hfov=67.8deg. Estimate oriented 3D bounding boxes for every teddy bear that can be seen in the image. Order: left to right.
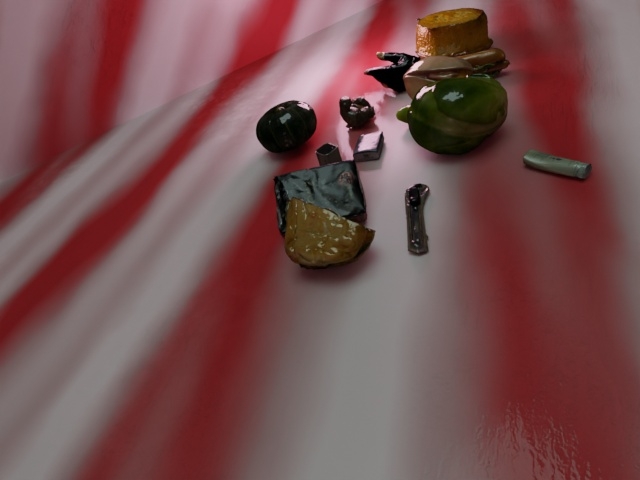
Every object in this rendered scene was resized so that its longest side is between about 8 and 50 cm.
[{"bbox_3d":[0.174,-0.613,2.253,0.177,0.140,0.190,26,45,11],"label":"teddy bear"}]

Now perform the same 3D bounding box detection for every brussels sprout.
[{"bbox_3d":[0.521,-0.480,1.824,0.371,0.276,0.315,-5,28,9],"label":"brussels sprout"}]

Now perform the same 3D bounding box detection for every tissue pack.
[{"bbox_3d":[-0.005,-0.149,1.739,0.332,0.123,0.245,-12,64,9],"label":"tissue pack"},{"bbox_3d":[0.206,-0.402,2.040,0.112,0.051,0.156,-4,42,24],"label":"tissue pack"}]

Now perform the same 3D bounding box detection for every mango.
[{"bbox_3d":[0.443,-0.548,2.057,0.232,0.111,0.125,-6,36,20],"label":"mango"}]

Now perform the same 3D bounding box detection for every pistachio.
[{"bbox_3d":[0.515,-0.704,2.104,0.308,0.230,0.230,19,53,41],"label":"pistachio"}]

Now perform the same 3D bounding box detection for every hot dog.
[{"bbox_3d":[0.708,-0.807,2.229,0.337,0.135,0.100,-4,63,21],"label":"hot dog"}]

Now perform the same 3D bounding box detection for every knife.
[{"bbox_3d":[0.329,-0.087,1.617,0.089,0.043,0.365,-8,41,17],"label":"knife"}]

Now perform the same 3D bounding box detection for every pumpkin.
[{"bbox_3d":[-0.153,-0.532,2.238,0.300,0.207,0.300,-24,27,13],"label":"pumpkin"}]

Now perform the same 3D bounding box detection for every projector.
[{"bbox_3d":[0.036,-0.358,2.037,0.083,0.082,0.083,-40,43,-23],"label":"projector"}]

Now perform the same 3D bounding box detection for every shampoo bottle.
[{"bbox_3d":[0.792,-0.257,1.601,0.072,0.049,0.212,-38,41,-26],"label":"shampoo bottle"}]

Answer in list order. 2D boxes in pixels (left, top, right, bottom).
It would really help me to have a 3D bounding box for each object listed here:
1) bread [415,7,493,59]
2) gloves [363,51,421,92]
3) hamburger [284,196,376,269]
[{"bbox_3d":[0.686,-1.051,2.459,0.397,0.215,0.398,-10,36,7],"label":"bread"},{"bbox_3d":[0.361,-0.842,2.371,0.301,0.197,0.152,11,38,32],"label":"gloves"},{"bbox_3d":[-0.002,0.002,1.549,0.329,0.162,0.209,24,87,28],"label":"hamburger"}]
